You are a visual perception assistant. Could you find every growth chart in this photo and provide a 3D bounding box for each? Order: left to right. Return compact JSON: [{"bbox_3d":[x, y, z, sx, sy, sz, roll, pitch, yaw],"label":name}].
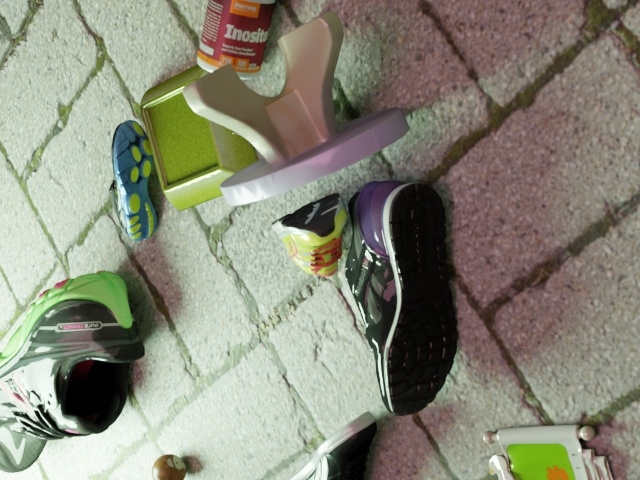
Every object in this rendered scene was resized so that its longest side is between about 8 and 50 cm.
[{"bbox_3d":[0.281,0.320,1.227,0.172,0.021,0.237,-25,82,42],"label":"growth chart"}]

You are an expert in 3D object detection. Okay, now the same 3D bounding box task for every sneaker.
[{"bbox_3d":[-0.436,0.254,1.729,0.202,0.185,0.483,56,130,22],"label":"sneaker"},{"bbox_3d":[-0.289,-0.090,1.592,0.078,0.067,0.188,28,130,41],"label":"sneaker"},{"bbox_3d":[0.000,0.000,1.329,0.094,0.081,0.208,64,173,-3],"label":"sneaker"},{"bbox_3d":[0.042,0.321,1.404,0.121,0.079,0.217,51,136,16],"label":"sneaker"},{"bbox_3d":[0.089,0.067,1.304,0.124,0.107,0.283,10,103,55],"label":"sneaker"}]

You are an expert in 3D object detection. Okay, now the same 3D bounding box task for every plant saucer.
[{"bbox_3d":[-0.183,-0.149,1.511,0.188,0.045,0.188,-17,88,42],"label":"plant saucer"}]

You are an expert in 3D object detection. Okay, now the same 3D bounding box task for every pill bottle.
[{"bbox_3d":[-0.106,-0.293,1.385,0.086,0.086,0.152,30,118,33],"label":"pill bottle"}]

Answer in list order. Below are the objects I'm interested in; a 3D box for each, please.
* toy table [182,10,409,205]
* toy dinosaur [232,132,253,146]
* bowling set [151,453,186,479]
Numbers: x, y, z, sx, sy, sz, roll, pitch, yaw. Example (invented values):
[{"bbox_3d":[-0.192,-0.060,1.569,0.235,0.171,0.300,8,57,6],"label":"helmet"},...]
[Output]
[{"bbox_3d":[-0.040,-0.157,1.277,0.274,0.252,0.161,-20,103,32],"label":"toy table"},{"bbox_3d":[-0.073,-0.136,1.437,0.090,0.047,0.082,4,86,0],"label":"toy dinosaur"},{"bbox_3d":[-0.245,0.427,1.600,0.154,0.287,0.200,15,81,47],"label":"bowling set"}]
